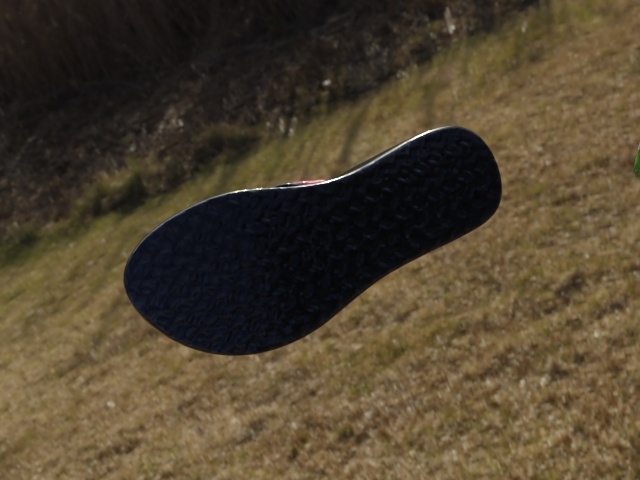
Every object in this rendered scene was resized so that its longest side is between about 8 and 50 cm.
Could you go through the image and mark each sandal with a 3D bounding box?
[{"bbox_3d":[0.000,0.000,0.430,0.179,0.067,0.040,-22,4,-25],"label":"sandal"}]

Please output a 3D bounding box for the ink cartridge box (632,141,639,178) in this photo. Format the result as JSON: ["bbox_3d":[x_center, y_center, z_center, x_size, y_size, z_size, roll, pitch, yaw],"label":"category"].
[{"bbox_3d":[0.273,-0.133,0.445,0.189,0.255,0.097,0,21,-16],"label":"ink cartridge box"}]
